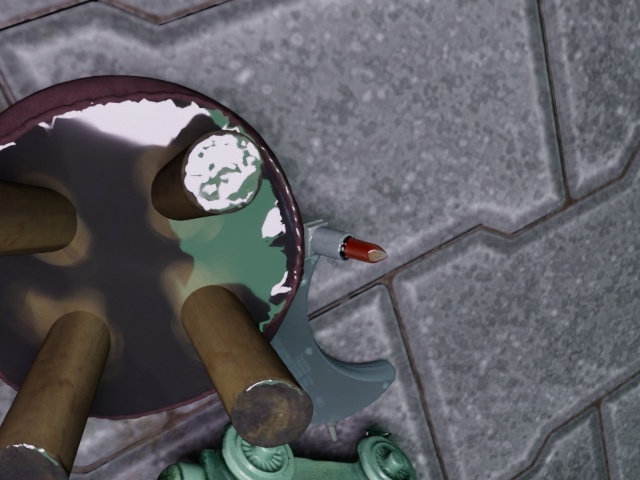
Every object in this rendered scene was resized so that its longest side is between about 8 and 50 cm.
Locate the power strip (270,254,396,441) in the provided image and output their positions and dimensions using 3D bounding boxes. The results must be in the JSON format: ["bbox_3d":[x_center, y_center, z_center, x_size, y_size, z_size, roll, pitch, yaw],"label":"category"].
[{"bbox_3d":[-0.009,0.112,0.604,0.137,0.044,0.216,-33,116,-13],"label":"power strip"}]

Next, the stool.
[{"bbox_3d":[-0.132,0.027,0.420,0.272,0.178,0.272,-3,105,-12],"label":"stool"}]

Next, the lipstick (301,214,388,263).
[{"bbox_3d":[0.001,0.000,0.526,0.030,0.129,0.030,-18,114,-49],"label":"lipstick"}]

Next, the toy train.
[{"bbox_3d":[-0.003,0.272,0.546,0.300,0.202,0.120,22,121,-35],"label":"toy train"}]
